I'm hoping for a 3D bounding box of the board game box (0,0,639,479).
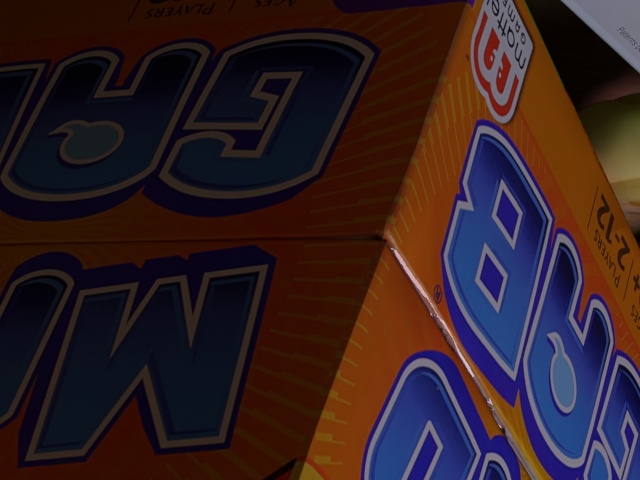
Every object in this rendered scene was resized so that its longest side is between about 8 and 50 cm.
[{"bbox_3d":[-0.055,0.111,0.912,0.356,0.356,0.356,-1,141,31],"label":"board game box"}]

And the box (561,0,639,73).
[{"bbox_3d":[0.207,-0.203,0.842,0.231,0.127,0.262,-24,144,28],"label":"box"}]

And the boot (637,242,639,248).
[{"bbox_3d":[0.315,0.060,1.311,0.283,0.109,0.220,-39,135,22],"label":"boot"}]

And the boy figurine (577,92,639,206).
[{"bbox_3d":[0.207,-0.042,1.049,0.177,0.092,0.285,5,170,-37],"label":"boy figurine"}]
